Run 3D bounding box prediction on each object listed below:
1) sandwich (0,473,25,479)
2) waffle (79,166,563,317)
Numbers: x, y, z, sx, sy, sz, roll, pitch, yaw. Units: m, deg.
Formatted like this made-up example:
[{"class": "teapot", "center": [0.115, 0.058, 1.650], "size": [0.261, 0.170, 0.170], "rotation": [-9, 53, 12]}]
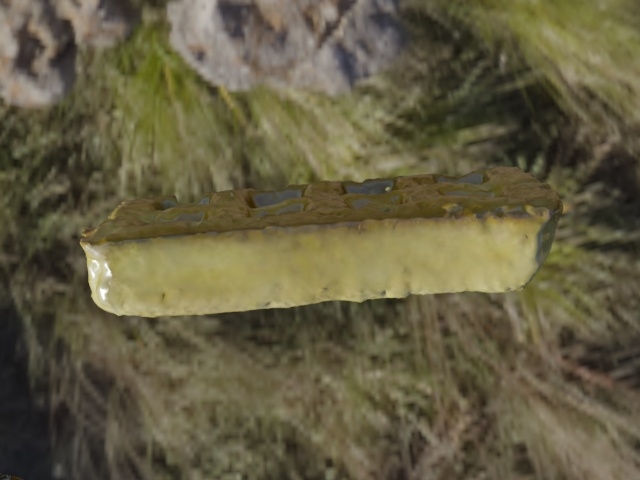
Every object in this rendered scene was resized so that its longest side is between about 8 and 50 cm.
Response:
[{"class": "sandwich", "center": [-0.128, 0.205, 0.556], "size": [0.262, 0.325, 0.131], "rotation": [13, 116, 26]}, {"class": "waffle", "center": [0.000, 0.000, 1.095], "size": [0.274, 0.168, 0.057], "rotation": [-4, 98, -1]}]
